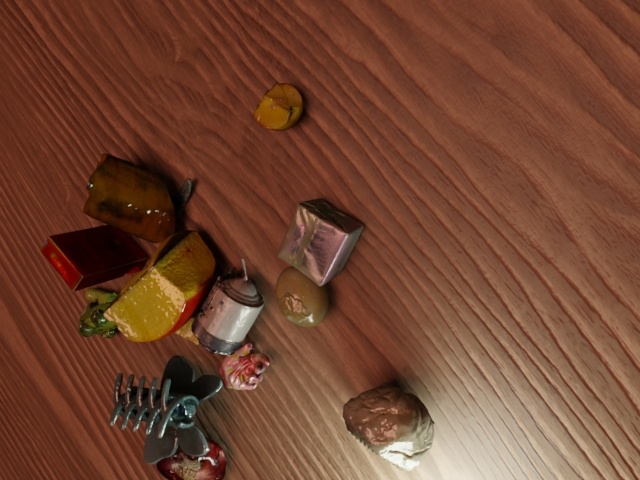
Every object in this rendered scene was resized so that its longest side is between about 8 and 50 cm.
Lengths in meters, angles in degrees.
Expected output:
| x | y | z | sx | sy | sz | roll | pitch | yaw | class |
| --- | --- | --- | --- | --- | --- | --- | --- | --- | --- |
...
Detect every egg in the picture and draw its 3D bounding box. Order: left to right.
| x | y | z | sx | sy | sz | roll | pitch | yaw | class |
| --- | --- | --- | --- | --- | --- | --- | --- | --- | --- |
| -0.059 | 0.175 | 1.655 | 0.164 | 0.164 | 0.201 | -30 | 82 | 28 | egg |

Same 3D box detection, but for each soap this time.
| x | y | z | sx | sy | sz | roll | pitch | yaw | class |
| --- | --- | --- | --- | --- | --- | --- | --- | --- | --- |
| 0.000 | 0.000 | 1.602 | 0.182 | 0.138 | 0.199 | 34 | 114 | 19 | soap |

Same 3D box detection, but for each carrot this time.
| x | y | z | sx | sy | sz | roll | pitch | yaw | class |
| --- | --- | --- | --- | --- | --- | --- | --- | --- | --- |
| -0.660 | -0.147 | 1.853 | 0.242 | 0.341 | 0.241 | -29 | 48 | 38 | carrot |

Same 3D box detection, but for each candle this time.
| x | y | z | sx | sy | sz | roll | pitch | yaw | class |
| --- | --- | --- | --- | --- | --- | --- | --- | --- | --- |
| -0.289 | 0.208 | 1.761 | 0.188 | 0.187 | 0.330 | 35 | 105 | 17 | candle |

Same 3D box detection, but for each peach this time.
| x | y | z | sx | sy | sz | roll | pitch | yaw | class |
| --- | --- | --- | --- | --- | --- | --- | --- | --- | --- |
| -0.512 | 0.157 | 1.807 | 0.242 | 0.306 | 0.380 | 41 | 103 | -10 | peach |
| -0.123 | -0.390 | 1.599 | 0.152 | 0.118 | 0.151 | 0 | 71 | 0 | peach |

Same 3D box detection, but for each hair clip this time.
| x | y | z | sx | sy | sz | roll | pitch | yaw | class |
| --- | --- | --- | --- | --- | --- | --- | --- | --- | --- |
| -0.543 | 0.580 | 1.830 | 0.319 | 0.238 | 0.391 | -2 | 66 | 33 | hair clip |
| -0.504 | -0.141 | 1.886 | 0.066 | 0.036 | 0.229 | 52 | 125 | 15 | hair clip |

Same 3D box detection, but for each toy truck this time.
| x | y | z | sx | sy | sz | roll | pitch | yaw | class |
| --- | --- | --- | --- | --- | --- | --- | --- | --- | --- |
| -0.857 | 0.277 | 2.101 | 0.187 | 0.148 | 0.210 | -14 | 69 | 30 | toy truck |

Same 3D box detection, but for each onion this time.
| x | y | z | sx | sy | sz | roll | pitch | yaw | class |
| --- | --- | --- | --- | --- | --- | --- | --- | --- | --- |
| -0.478 | 0.822 | 2.007 | 0.273 | 0.195 | 0.271 | 4 | 129 | 5 | onion |

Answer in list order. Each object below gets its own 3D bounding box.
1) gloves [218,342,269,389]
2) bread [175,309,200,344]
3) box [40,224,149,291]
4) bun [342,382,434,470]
| x | y | z | sx | sy | sz | roll | pitch | yaw | class |
| --- | --- | --- | --- | --- | --- | --- | --- | --- | --- |
| -0.250 | 0.441 | 1.833 | 0.241 | 0.126 | 0.145 | -20 | 63 | 32 | gloves |
| -0.489 | 0.295 | 1.940 | 0.246 | 0.094 | 0.101 | 20 | 100 | 21 | bread |
| -0.807 | 0.052 | 1.921 | 0.197 | 0.313 | 0.089 | 46 | 117 | 12 | box |
| 0.209 | 0.530 | 1.555 | 0.282 | 0.281 | 0.204 | 34 | 79 | 17 | bun |
